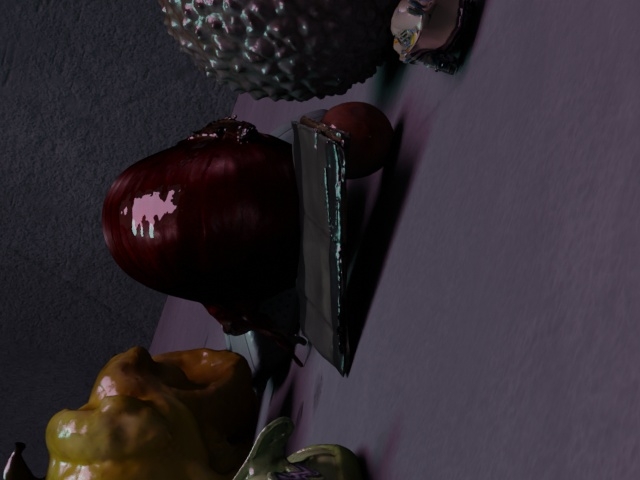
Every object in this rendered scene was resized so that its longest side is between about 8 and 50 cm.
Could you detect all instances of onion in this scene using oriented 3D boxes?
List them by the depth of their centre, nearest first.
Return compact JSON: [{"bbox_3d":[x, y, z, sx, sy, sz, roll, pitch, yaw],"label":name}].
[{"bbox_3d":[-0.102,0.007,1.774,0.273,0.273,0.285,-163,66,-82],"label":"onion"}]

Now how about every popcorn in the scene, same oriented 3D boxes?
[{"bbox_3d":[-0.173,0.252,1.790,0.316,0.281,0.297,-62,-28,-23],"label":"popcorn"}]

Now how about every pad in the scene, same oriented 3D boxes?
[{"bbox_3d":[-0.001,0.000,1.587,0.174,0.022,0.233,-142,50,-71],"label":"pad"}]

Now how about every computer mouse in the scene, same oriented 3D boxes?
[{"bbox_3d":[-0.067,0.012,1.991,0.188,0.121,0.371,153,130,-79],"label":"computer mouse"}]

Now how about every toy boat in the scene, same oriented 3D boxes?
[{"bbox_3d":[0.091,-0.193,1.483,0.210,0.066,0.084,-158,86,-82],"label":"toy boat"}]

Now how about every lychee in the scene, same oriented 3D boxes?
[{"bbox_3d":[-0.029,-0.289,1.773,0.300,0.300,0.300,-164,90,-82],"label":"lychee"}]

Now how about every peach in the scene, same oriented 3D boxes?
[{"bbox_3d":[0.035,-0.102,1.632,0.083,0.083,0.083,-164,90,-82],"label":"peach"}]

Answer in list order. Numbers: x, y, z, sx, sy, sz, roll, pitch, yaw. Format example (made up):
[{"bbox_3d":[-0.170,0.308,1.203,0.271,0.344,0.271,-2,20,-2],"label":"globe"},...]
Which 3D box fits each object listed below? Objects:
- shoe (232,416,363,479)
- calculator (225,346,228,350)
[{"bbox_3d":[-0.020,0.226,1.301,0.140,0.128,0.262,-59,13,6],"label":"shoe"},{"bbox_3d":[-0.139,0.279,2.132,0.274,0.058,0.248,117,165,-53],"label":"calculator"}]
